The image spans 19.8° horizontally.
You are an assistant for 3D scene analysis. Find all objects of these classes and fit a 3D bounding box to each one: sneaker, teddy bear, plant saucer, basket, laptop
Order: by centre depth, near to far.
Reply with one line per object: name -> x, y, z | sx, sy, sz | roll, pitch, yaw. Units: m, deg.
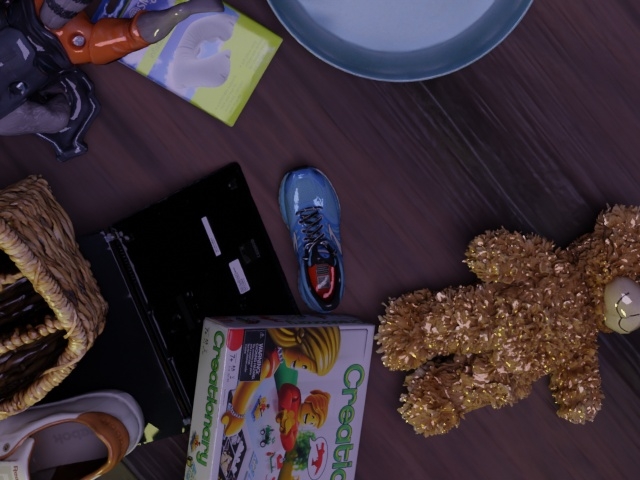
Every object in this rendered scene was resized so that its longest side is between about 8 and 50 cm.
basket -> -0.374, 0.095, 1.775 | 0.299, 0.223, 0.213 | -22, 100, 8
sneaker -> -0.329, 0.224, 1.866 | 0.290, 0.123, 0.106 | -19, 100, 11
plant saucer -> 0.081, -0.324, 1.895 | 0.317, 0.044, 0.318 | -2, 101, -9
sneaker -> 0.000, 0.000, 1.921 | 0.063, 0.073, 0.162 | -14, 101, -6
laptop -> -0.177, 0.077, 1.938 | 0.264, 0.136, 0.234 | -29, 105, -29
teddy bear -> 0.223, 0.092, 1.954 | 0.338, 0.113, 0.245 | -7, 103, -7

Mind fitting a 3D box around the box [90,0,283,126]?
box -> -0.141, -0.207, 1.881 | 0.178, 0.042, 0.109 | 29, 94, -13

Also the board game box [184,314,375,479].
board game box -> -0.050, 0.231, 1.923 | 0.193, 0.053, 0.305 | 0, 101, -38

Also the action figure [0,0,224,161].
action figure -> -0.307, -0.237, 1.769 | 0.330, 0.178, 0.341 | -37, 99, 21
